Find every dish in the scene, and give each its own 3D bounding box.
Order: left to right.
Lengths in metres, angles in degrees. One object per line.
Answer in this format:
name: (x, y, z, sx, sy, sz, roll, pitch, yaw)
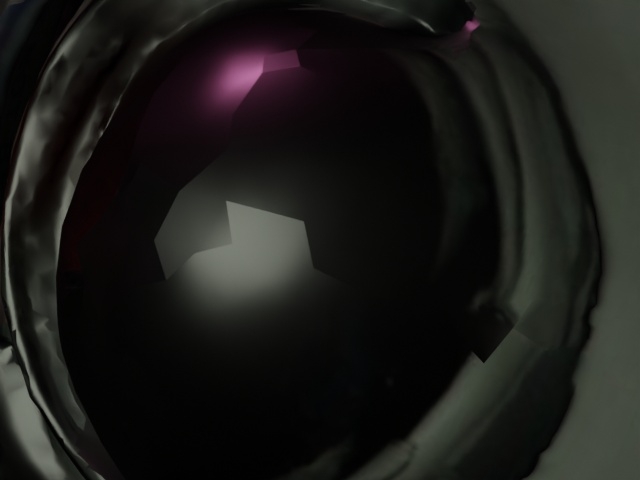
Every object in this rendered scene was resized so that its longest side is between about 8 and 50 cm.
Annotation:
dish: (0.000, 0.000, 0.393, 0.273, 0.134, 0.273, 1, 92, 29)
